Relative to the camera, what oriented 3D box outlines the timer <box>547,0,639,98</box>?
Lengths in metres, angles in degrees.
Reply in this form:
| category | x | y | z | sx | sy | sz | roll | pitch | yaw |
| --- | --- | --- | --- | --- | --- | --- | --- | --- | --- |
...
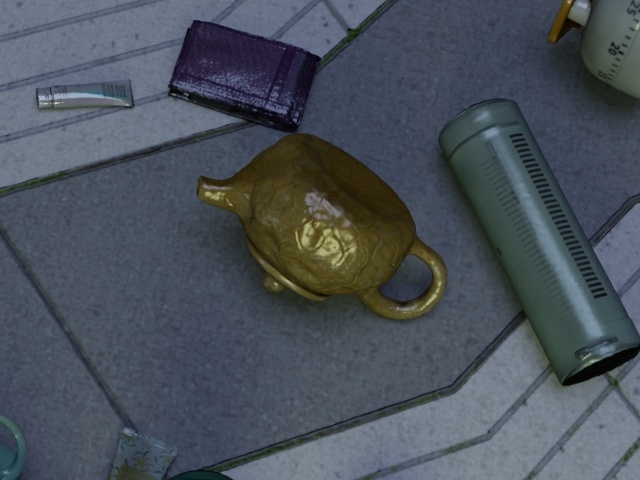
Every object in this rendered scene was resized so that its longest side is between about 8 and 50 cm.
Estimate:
| category | x | y | z | sx | sy | sz | roll | pitch | yaw |
| --- | --- | --- | --- | --- | --- | --- | --- | --- | --- |
| timer | 0.424 | -0.275 | 2.129 | 0.240 | 0.233 | 0.233 | 28 | 65 | 8 |

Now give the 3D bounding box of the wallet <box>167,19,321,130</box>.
| category | x | y | z | sx | sy | sz | roll | pitch | yaw |
| --- | --- | --- | --- | --- | --- | --- | --- | --- | --- |
| wallet | -0.091 | -0.202 | 2.123 | 0.166 | 0.030 | 0.111 | 16 | 65 | 0 |

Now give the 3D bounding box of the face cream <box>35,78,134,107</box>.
| category | x | y | z | sx | sy | sz | roll | pitch | yaw |
| --- | --- | --- | --- | --- | --- | --- | --- | --- | --- |
| face cream | -0.277 | -0.171 | 2.087 | 0.115 | 0.020 | 0.038 | -5 | 66 | -12 |

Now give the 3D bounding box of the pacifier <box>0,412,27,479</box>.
| category | x | y | z | sx | sy | sz | roll | pitch | yaw |
| --- | --- | --- | --- | --- | --- | --- | --- | --- | --- |
| pacifier | -0.372 | 0.210 | 1.856 | 0.126 | 0.150 | 0.116 | -29 | 28 | 6 |

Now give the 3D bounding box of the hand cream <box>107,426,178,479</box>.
| category | x | y | z | sx | sy | sz | roll | pitch | yaw |
| --- | --- | --- | --- | --- | --- | --- | --- | --- | --- |
| hand cream | -0.212 | 0.291 | 1.875 | 0.067 | 0.042 | 0.194 | 19 | 60 | 2 |

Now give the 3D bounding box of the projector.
| category | x | y | z | sx | sy | sz | roll | pitch | yaw |
| --- | --- | --- | --- | --- | --- | --- | --- | --- | --- |
| projector | 0.252 | 0.000 | 2.042 | 0.108 | 0.108 | 0.337 | -19 | 70 | -16 |

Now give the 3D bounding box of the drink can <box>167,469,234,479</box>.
| category | x | y | z | sx | sy | sz | roll | pitch | yaw |
| --- | --- | --- | --- | --- | --- | --- | --- | --- | --- |
| drink can | -0.129 | 0.310 | 1.788 | 0.118 | 0.205 | 0.118 | 3 | 68 | -8 |

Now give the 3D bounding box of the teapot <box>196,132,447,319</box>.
| category | x | y | z | sx | sy | sz | roll | pitch | yaw |
| --- | --- | --- | --- | --- | --- | --- | --- | --- | --- |
| teapot | 0.000 | 0.000 | 1.984 | 0.311 | 0.167 | 0.203 | 32 | 18 | -19 |
